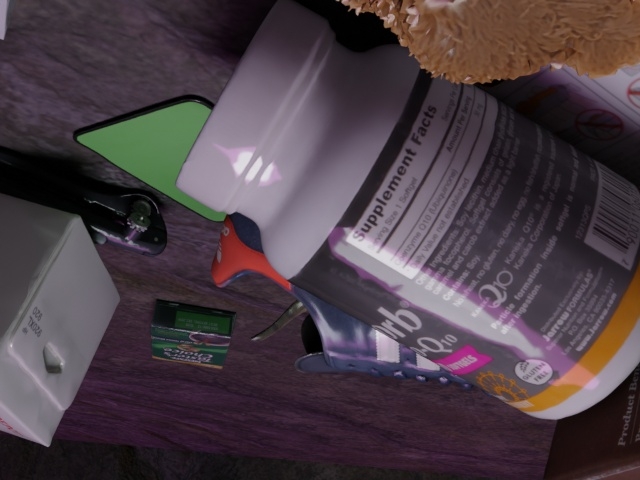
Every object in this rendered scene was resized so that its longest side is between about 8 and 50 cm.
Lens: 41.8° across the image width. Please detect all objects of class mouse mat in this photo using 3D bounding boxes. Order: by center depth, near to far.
[{"bbox_3d":[-0.100,-0.063,0.729,0.152,0.007,0.189,-9,151,34],"label":"mouse mat"}]

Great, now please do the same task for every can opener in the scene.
[{"bbox_3d":[-0.226,-0.030,0.775,0.186,0.059,0.073,23,139,-31],"label":"can opener"}]

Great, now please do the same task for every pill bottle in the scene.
[{"bbox_3d":[0.063,-0.020,0.518,0.278,0.162,0.162,30,154,-8],"label":"pill bottle"}]

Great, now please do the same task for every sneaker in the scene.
[{"bbox_3d":[0.068,0.071,0.677,0.350,0.148,0.131,36,-168,-6],"label":"sneaker"}]

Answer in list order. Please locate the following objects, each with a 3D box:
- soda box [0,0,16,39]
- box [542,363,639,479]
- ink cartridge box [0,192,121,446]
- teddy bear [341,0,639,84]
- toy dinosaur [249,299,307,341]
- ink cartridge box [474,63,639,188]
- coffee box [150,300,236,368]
[{"bbox_3d":[-0.159,-0.182,0.367,0.069,0.074,0.216,15,157,-17],"label":"soda box"},{"bbox_3d":[0.278,0.040,0.422,0.143,0.191,0.381,26,153,-6],"label":"box"},{"bbox_3d":[-0.333,0.055,0.759,0.232,0.168,0.171,16,152,10],"label":"ink cartridge box"},{"bbox_3d":[0.065,-0.199,0.250,0.245,0.113,0.338,-10,145,21],"label":"teddy bear"},{"bbox_3d":[0.066,0.036,0.794,0.268,0.064,0.118,-36,139,25],"label":"toy dinosaur"},{"bbox_3d":[0.257,-0.075,0.538,0.385,0.091,0.308,32,152,-14],"label":"ink cartridge box"},{"bbox_3d":[-0.184,0.138,1.195,0.113,0.040,0.184,10,157,-8],"label":"coffee box"}]
